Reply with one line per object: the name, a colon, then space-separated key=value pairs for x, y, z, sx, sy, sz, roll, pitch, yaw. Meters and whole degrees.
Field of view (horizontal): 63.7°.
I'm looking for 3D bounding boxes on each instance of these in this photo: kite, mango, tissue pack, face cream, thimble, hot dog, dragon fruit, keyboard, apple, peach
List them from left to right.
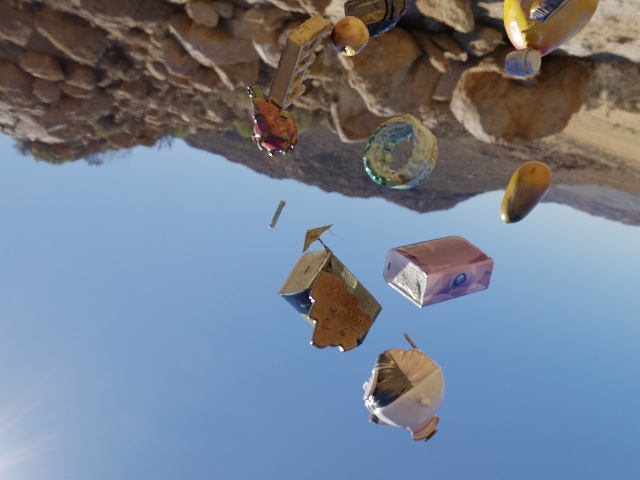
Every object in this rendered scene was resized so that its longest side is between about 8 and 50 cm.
dragon fruit: x=-0.150 y=-0.355 z=1.515 sx=0.235 sy=0.135 sz=0.137 roll=63 pitch=175 yaw=-21
kite: x=0.000 y=0.000 z=2.301 sx=0.244 sy=0.198 sz=0.006 roll=42 pitch=170 yaw=50
tissue pack: x=0.052 y=0.272 z=2.374 sx=0.416 sy=0.264 sz=0.253 roll=45 pitch=149 yaw=-22
apple: x=0.104 y=-0.764 z=1.934 sx=0.147 sy=0.146 sz=0.146 roll=19 pitch=-164 yaw=-6
thimble: x=0.313 y=-0.343 z=2.005 sx=0.254 sy=0.288 sz=0.167 roll=29 pitch=-168 yaw=30
keyboard: x=0.402 y=0.454 z=2.140 sx=0.166 sy=0.017 sz=0.055 roll=53 pitch=-174 yaw=21
tissue pack: x=0.439 y=0.101 z=1.909 sx=0.339 sy=0.160 sz=0.242 roll=-11 pitch=-149 yaw=-29
face cream: x=0.661 y=-0.581 z=1.683 sx=0.095 sy=0.091 sz=0.091 roll=12 pitch=-174 yaw=41
mango: x=0.783 y=-0.185 z=1.978 sx=0.139 sy=0.254 sz=0.176 roll=39 pitch=-149 yaw=22
peach: x=0.742 y=-0.778 z=1.694 sx=0.289 sy=0.307 sz=0.288 roll=19 pitch=-140 yaw=-17
hot dog: x=0.676 y=-0.699 z=1.396 sx=0.069 sy=0.253 sz=0.131 roll=50 pitch=-144 yaw=7

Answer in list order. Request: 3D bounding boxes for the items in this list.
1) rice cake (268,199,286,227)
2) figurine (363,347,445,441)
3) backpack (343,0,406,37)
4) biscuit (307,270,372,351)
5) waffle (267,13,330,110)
rice cake: x=-0.158 y=-0.096 z=1.882 sx=0.022 sy=0.121 sz=0.021 roll=20 pitch=-151 yaw=-15
figurine: x=0.269 y=0.456 z=1.553 sx=0.211 sy=0.253 sz=0.361 roll=30 pitch=157 yaw=31
backpack: x=0.245 y=-0.987 z=2.216 sx=0.258 sy=0.206 sz=0.133 roll=-11 pitch=-175 yaw=29
biscuit: x=0.057 y=0.254 z=1.870 sx=0.278 sy=0.043 sz=0.301 roll=-9 pitch=-105 yaw=-33
waffle: x=-0.097 y=-0.653 z=1.947 sx=0.078 sy=0.348 sz=0.304 roll=29 pitch=-137 yaw=1
